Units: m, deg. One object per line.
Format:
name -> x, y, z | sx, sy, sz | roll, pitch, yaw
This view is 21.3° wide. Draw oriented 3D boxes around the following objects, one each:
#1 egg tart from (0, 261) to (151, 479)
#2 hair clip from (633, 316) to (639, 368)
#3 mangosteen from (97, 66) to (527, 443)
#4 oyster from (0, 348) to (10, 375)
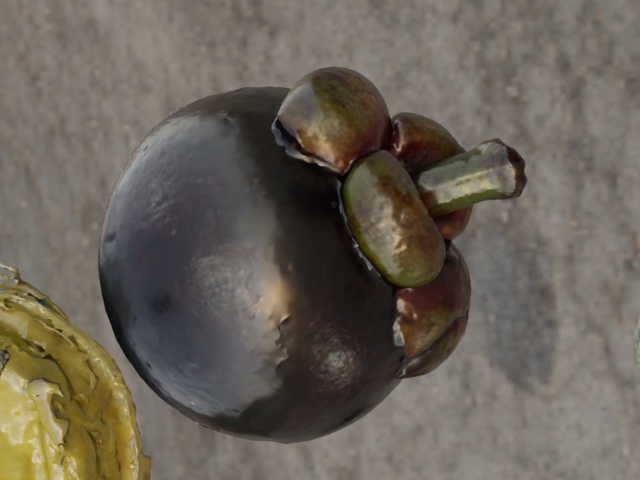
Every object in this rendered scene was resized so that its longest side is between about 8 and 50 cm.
egg tart -> -0.250, 0.149, 1.176 | 0.107, 0.291, 0.290 | 166, 99, -78
hair clip -> 0.318, -0.043, 1.326 | 0.138, 0.091, 0.321 | 105, 180, -73
mangosteen -> 0.000, 0.000, 0.950 | 0.250, 0.211, 0.211 | -23, 66, 23
oyster -> -0.192, 0.072, 0.852 | 0.083, 0.054, 0.019 | -11, 121, 46
